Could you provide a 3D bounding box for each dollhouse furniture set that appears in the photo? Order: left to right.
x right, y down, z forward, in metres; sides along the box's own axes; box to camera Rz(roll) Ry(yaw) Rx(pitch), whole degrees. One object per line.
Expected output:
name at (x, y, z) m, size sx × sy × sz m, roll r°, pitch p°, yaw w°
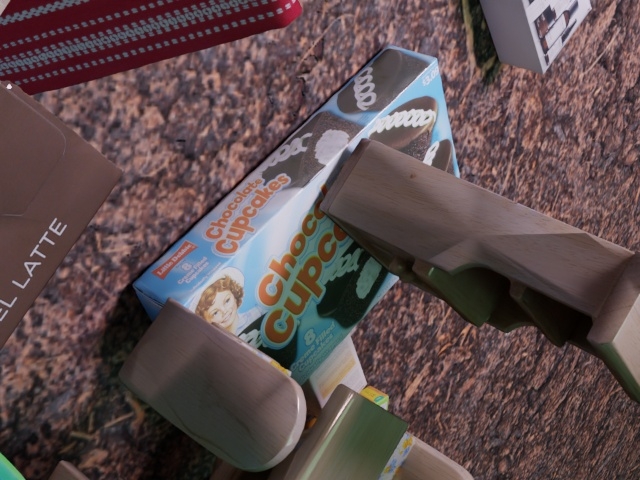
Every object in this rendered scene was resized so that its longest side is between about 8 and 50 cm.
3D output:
dollhouse furniture set at (0.058, 0.161, 0.727) m, size 0.394 × 0.256 × 0.362 m, roll -58°, pitch 145°, yaw -6°

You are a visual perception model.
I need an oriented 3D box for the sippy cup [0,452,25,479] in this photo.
sippy cup at (-0.284, 0.198, 0.472) m, size 0.224 × 0.305 × 0.240 m, roll -52°, pitch -178°, yaw 0°

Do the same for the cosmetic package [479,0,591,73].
cosmetic package at (0.193, -0.276, 0.901) m, size 0.099 × 0.060 × 0.239 m, roll -54°, pitch 143°, yaw -15°

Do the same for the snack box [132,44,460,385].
snack box at (0.000, 0.000, 0.825) m, size 0.322 × 0.060 × 0.187 m, roll -46°, pitch 140°, yaw -23°

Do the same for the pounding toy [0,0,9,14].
pounding toy at (-0.181, -0.153, 0.366) m, size 0.141 × 0.130 × 0.100 m, roll 35°, pitch 82°, yaw -38°

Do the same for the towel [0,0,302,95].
towel at (-0.147, -0.183, 0.448) m, size 0.275 × 0.199 × 0.031 m, roll 57°, pitch 29°, yaw -49°

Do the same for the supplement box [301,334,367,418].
supplement box at (0.005, 0.126, 0.926) m, size 0.062 × 0.036 × 0.098 m, roll -45°, pitch 140°, yaw -25°

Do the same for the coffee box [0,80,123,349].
coffee box at (-0.217, -0.033, 0.378) m, size 0.141 × 0.247 × 0.098 m, roll -59°, pitch 144°, yaw -9°

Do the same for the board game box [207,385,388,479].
board game box at (-0.028, 0.251, 0.964) m, size 0.259 × 0.039 × 0.124 m, roll -24°, pitch 127°, yaw -45°
